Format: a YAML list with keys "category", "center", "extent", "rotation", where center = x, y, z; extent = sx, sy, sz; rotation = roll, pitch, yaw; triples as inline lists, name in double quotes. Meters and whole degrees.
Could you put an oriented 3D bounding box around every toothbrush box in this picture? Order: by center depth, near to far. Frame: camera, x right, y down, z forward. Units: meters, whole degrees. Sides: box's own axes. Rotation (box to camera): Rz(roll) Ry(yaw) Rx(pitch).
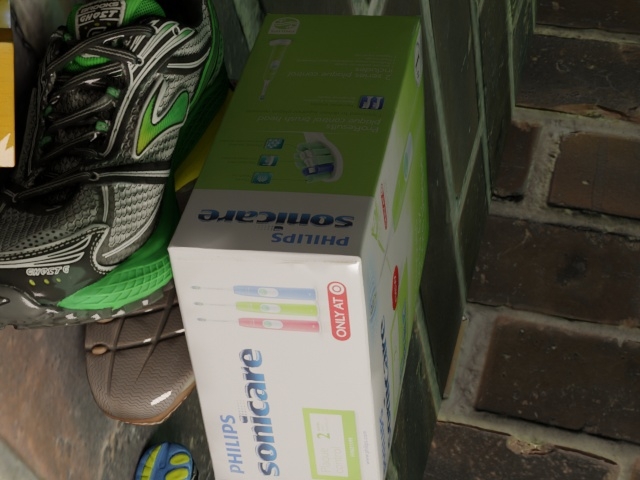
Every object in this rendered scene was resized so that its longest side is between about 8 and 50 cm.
- category: "toothbrush box"
  center: [0.000, 0.000, 0.922]
  extent: [0.283, 0.122, 0.206]
  rotation: [-72, 161, -50]

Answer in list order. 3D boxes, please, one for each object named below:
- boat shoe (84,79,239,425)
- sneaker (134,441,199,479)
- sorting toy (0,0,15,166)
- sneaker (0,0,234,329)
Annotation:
- category: "boat shoe"
  center: [-0.090, 0.016, 1.071]
  extent: [0.116, 0.123, 0.324]
  rotation: [83, 24, -52]
- category: "sneaker"
  center: [-0.138, 0.270, 1.146]
  extent: [0.078, 0.067, 0.188]
  rotation: [56, 42, -60]
- category: "sorting toy"
  center: [-0.150, -0.204, 0.650]
  extent: [0.229, 0.041, 0.307]
  rotation: [-124, -144, -66]
- category: "sneaker"
  center: [-0.147, -0.069, 0.838]
  extent: [0.344, 0.134, 0.146]
  rotation: [-74, 159, -53]
